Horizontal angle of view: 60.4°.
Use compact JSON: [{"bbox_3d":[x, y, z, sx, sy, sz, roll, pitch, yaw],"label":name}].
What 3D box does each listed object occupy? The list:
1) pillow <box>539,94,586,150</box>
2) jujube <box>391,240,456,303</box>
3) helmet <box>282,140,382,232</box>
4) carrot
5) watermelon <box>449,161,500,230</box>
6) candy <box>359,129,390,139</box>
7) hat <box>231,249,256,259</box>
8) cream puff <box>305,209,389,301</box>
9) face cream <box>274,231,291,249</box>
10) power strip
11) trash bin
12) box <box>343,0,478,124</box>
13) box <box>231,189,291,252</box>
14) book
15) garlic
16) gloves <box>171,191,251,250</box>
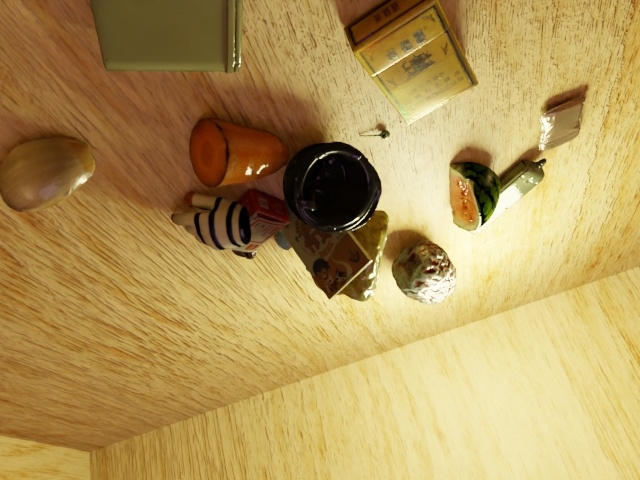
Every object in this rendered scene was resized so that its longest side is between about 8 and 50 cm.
[{"bbox_3d":[0.711,-0.341,1.626,0.135,0.034,0.211,-24,151,6],"label":"pillow"},{"bbox_3d":[0.396,0.123,2.065,0.226,0.226,0.317,-28,151,20],"label":"jujube"},{"bbox_3d":[0.014,-0.145,1.450,0.278,0.160,0.231,16,96,-40],"label":"helmet"},{"bbox_3d":[-0.174,-0.213,1.308,0.224,0.159,0.159,-10,152,-37],"label":"carrot"},{"bbox_3d":[0.496,-0.114,1.756,0.159,0.129,0.303,-2,148,13],"label":"watermelon"},{"bbox_3d":[0.144,-0.281,1.457,0.083,0.023,0.025,-1,156,-7],"label":"candy"},{"bbox_3d":[-0.242,0.023,1.754,0.087,0.042,0.058,30,132,-8],"label":"hat"},{"bbox_3d":[0.072,0.035,1.730,0.257,0.291,0.324,8,174,10],"label":"cream puff"},{"bbox_3d":[-0.040,-0.057,1.679,0.229,0.075,0.075,-35,146,27],"label":"face cream"},{"bbox_3d":[0.613,-0.152,1.858,0.092,0.066,0.387,19,139,-22],"label":"power strip"},{"bbox_3d":[-0.262,-0.399,0.954,0.247,0.121,0.243,-6,149,-14],"label":"trash bin"},{"bbox_3d":[0.208,-0.404,1.213,0.192,0.084,0.301,-28,148,19],"label":"box"},{"bbox_3d":[-0.195,-0.050,1.584,0.182,0.099,0.133,-35,147,30],"label":"box"},{"bbox_3d":[0.000,0.000,1.587,0.020,0.295,0.208,-21,160,-48],"label":"book"},{"bbox_3d":[-0.621,-0.137,1.222,0.244,0.146,0.164,-24,-179,16],"label":"garlic"},{"bbox_3d":[-0.301,-0.043,1.476,0.218,0.132,0.140,-2,141,8],"label":"gloves"}]
